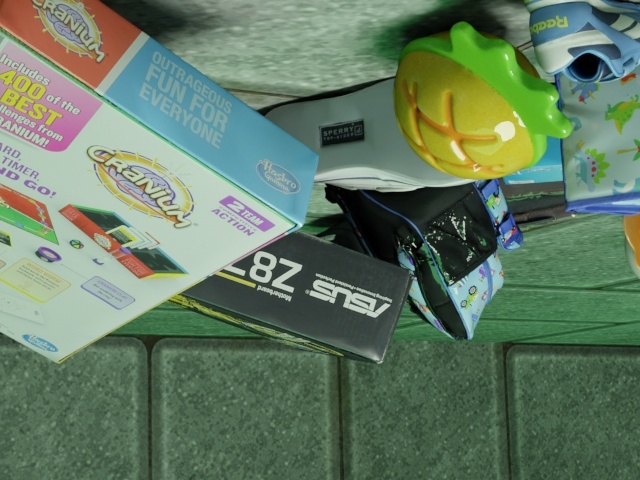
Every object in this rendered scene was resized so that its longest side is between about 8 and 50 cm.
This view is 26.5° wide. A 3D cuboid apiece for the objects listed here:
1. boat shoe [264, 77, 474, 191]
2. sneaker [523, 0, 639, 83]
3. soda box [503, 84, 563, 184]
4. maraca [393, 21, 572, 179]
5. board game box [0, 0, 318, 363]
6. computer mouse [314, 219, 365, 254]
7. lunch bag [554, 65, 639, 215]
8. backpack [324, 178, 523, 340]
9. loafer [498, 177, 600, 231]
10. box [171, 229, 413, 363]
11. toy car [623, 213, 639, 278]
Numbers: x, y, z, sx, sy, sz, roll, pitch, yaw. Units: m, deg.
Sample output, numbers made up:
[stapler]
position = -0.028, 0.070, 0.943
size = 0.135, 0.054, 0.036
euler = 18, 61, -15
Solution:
[boat shoe]
position = 0.066, -0.088, 1.137
size = 0.258, 0.095, 0.084
euler = 5, 180, 38
[sneaker]
position = 0.195, -0.133, 0.933
size = 0.144, 0.059, 0.053
euler = 4, 167, -37
[soda box]
position = 0.254, -0.094, 1.137
size = 0.210, 0.071, 0.067
euler = -4, 170, 12
[maraca]
position = 0.113, -0.100, 0.961
size = 0.127, 0.099, 0.186
euler = 40, 166, -6
[board game box]
position = -0.194, -0.037, 0.950
size = 0.242, 0.064, 0.316
euler = 34, 140, -27
[computer mouse]
position = 0.000, 0.000, 1.727
size = 0.184, 0.060, 0.262
euler = -3, -177, -20
[lunch bag]
position = 0.254, -0.086, 1.014
size = 0.151, 0.128, 0.096
euler = -3, 170, 3
[backpack]
position = 0.107, -0.001, 1.231
size = 0.117, 0.173, 0.158
euler = -38, -144, -11
[loafer]
position = 0.289, -0.056, 1.256
size = 0.303, 0.095, 0.109
euler = -2, -171, 13
[box]
position = -0.115, 0.019, 1.290
size = 0.318, 0.097, 0.395
euler = 22, 174, -10
[toy car]
position = 0.444, 0.034, 1.623
size = 0.238, 0.210, 0.219
euler = 17, 152, -27
